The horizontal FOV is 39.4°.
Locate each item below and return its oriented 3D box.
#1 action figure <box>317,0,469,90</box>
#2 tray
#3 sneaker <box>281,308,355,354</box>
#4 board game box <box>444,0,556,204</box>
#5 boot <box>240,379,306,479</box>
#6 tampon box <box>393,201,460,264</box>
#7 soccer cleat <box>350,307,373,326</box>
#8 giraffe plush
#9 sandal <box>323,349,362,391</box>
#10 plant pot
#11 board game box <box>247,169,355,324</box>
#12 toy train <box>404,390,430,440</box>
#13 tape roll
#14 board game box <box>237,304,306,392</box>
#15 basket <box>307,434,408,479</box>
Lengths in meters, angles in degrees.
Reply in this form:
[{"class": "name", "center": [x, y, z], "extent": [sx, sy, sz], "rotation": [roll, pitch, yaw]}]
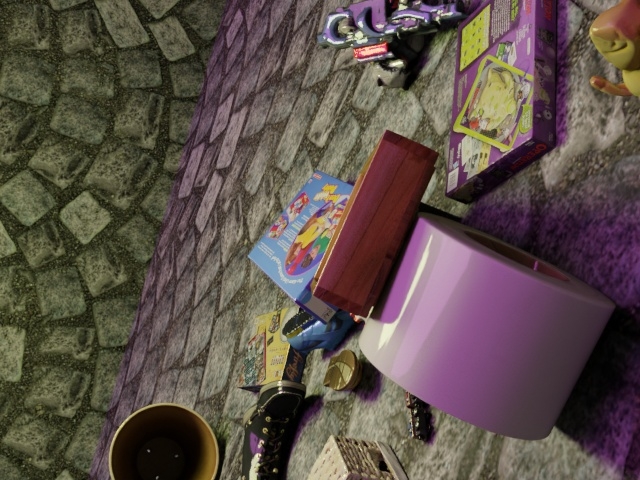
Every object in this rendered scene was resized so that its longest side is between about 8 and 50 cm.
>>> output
[{"class": "action figure", "center": [0.178, -0.450, 1.735], "extent": [0.341, 0.178, 0.330], "rotation": [10, 86, 41]}, {"class": "tray", "center": [0.060, -0.012, 1.182], "extent": [0.411, 0.076, 0.202], "rotation": [151, 144, -88]}, {"class": "sneaker", "center": [0.027, 0.148, 1.627], "extent": [0.209, 0.082, 0.069], "rotation": [-30, 23, 33]}, {"class": "board game box", "center": [0.279, -0.247, 1.379], "extent": [0.208, 0.056, 0.346], "rotation": [137, 147, -57]}, {"class": "boot", "center": [-0.090, 0.375, 1.663], "extent": [0.236, 0.085, 0.178], "rotation": [126, 152, -50]}, {"class": "tampon box", "center": [0.127, 0.008, 1.435], "extent": [0.161, 0.101, 0.120], "rotation": [-12, 59, 66]}, {"class": "soccer cleat", "center": [0.112, 0.121, 1.437], "extent": [0.076, 0.068, 0.196], "rotation": [-56, 22, -5]}, {"class": "giraffe plush", "center": [0.401, -0.238, 0.960], "extent": [0.170, 0.181, 0.210], "rotation": [-63, -15, -9]}, {"class": "sandal", "center": [0.044, 0.228, 1.526], "extent": [0.180, 0.049, 0.072], "rotation": [135, 157, -76]}, {"class": "plant pot", "center": [-0.364, 0.505, 2.064], "extent": [0.254, 0.237, 0.237], "rotation": [128, 157, -71]}, {"class": "board game box", "center": [0.000, 0.000, 1.697], "extent": [0.233, 0.078, 0.347], "rotation": [-51, 22, -1]}, {"class": "toy train", "center": [0.138, 0.229, 1.315], "extent": [0.158, 0.027, 0.036], "rotation": [-92, 26, -45]}, {"class": "tape roll", "center": [0.187, 0.091, 1.019], "extent": [0.169, 0.246, 0.246], "rotation": [-66, 21, 11]}, {"class": "board game box", "center": [-0.094, 0.229, 1.859], "extent": [0.243, 0.042, 0.165], "rotation": [-22, 51, 63]}, {"class": "basket", "center": [0.038, 0.382, 1.314], "extent": [0.167, 0.103, 0.113], "rotation": [-63, 23, 14]}]
